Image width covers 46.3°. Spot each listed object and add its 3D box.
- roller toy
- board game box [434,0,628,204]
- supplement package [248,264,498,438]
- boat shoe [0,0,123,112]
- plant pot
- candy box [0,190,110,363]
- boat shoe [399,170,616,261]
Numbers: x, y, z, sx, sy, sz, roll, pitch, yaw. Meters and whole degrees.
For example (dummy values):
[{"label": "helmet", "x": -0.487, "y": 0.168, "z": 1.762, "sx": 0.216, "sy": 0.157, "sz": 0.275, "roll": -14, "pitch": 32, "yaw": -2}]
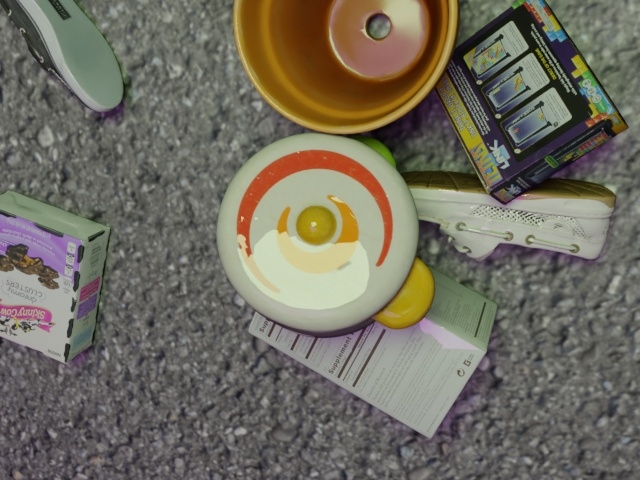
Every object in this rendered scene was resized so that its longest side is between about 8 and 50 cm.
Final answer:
[{"label": "roller toy", "x": 0.000, "y": 0.000, "z": 0.736, "sx": 0.191, "sy": 0.146, "sz": 0.209, "roll": -15, "pitch": 79, "yaw": 1}, {"label": "board game box", "x": 0.203, "y": -0.145, "z": 0.759, "sx": 0.141, "sy": 0.048, "sz": 0.170, "roll": -34, "pitch": 59, "yaw": 26}, {"label": "supplement package", "x": 0.064, "y": 0.091, "z": 0.883, "sx": 0.244, "sy": 0.139, "sz": 0.134, "roll": 29, "pitch": 114, "yaw": 9}, {"label": "boat shoe", "x": -0.334, "y": -0.251, "z": 0.931, "sx": 0.076, "sy": 0.080, "sz": 0.228, "roll": -27, "pitch": 102, "yaw": 41}, {"label": "plant pot", "x": 0.041, "y": -0.218, "z": 0.750, "sx": 0.205, "sy": 0.188, "sz": 0.205, "roll": 4, "pitch": 104, "yaw": 14}, {"label": "candy box", "x": -0.397, "y": 0.052, "z": 1.054, "sx": 0.164, "sy": 0.070, "sz": 0.196, "roll": 19, "pitch": 112, "yaw": 11}, {"label": "boat shoe", "x": 0.177, "y": -0.021, "z": 0.830, "sx": 0.277, "sy": 0.098, "sz": 0.096, "roll": 6, "pitch": 109, "yaw": 14}]
